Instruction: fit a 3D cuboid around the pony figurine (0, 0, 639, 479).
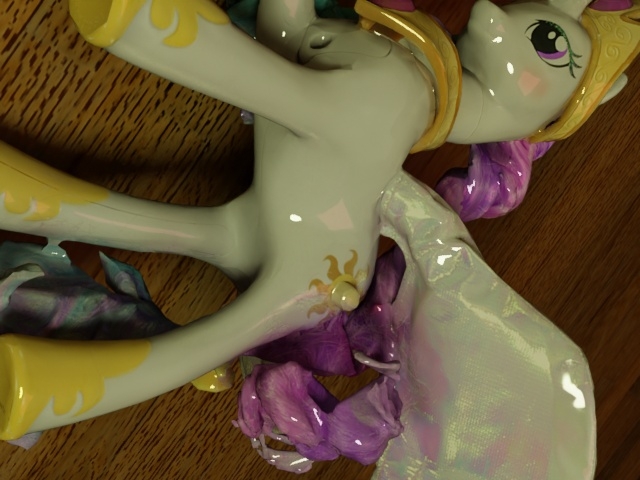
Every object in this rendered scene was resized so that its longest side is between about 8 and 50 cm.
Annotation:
[{"bbox_3d":[0.000,0.000,0.794,0.363,0.303,0.351,-1,117,-40],"label":"pony figurine"}]
